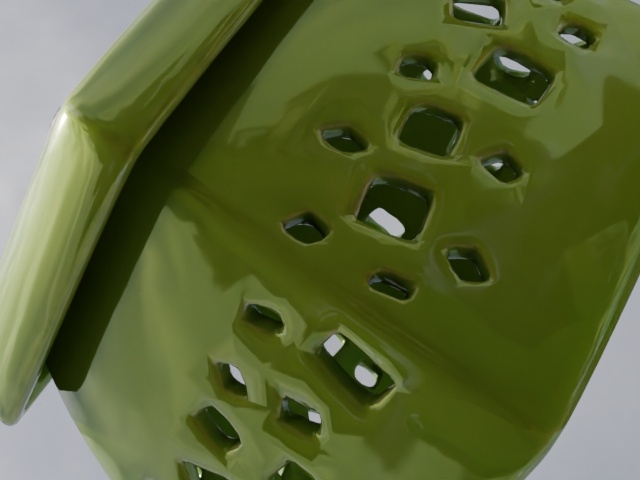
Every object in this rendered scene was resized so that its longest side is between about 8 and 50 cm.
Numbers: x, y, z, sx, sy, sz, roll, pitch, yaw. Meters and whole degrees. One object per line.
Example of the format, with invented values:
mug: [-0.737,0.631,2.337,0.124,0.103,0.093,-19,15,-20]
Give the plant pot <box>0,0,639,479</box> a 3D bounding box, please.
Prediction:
plant pot: [0.000,0.000,0.706,0.207,0.228,0.227,33,-41,2]
